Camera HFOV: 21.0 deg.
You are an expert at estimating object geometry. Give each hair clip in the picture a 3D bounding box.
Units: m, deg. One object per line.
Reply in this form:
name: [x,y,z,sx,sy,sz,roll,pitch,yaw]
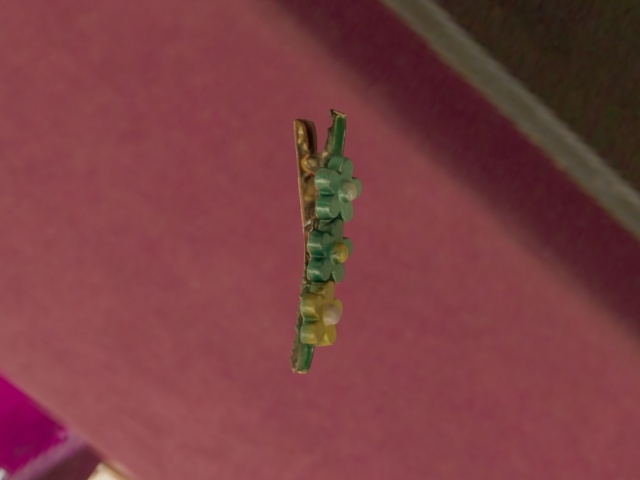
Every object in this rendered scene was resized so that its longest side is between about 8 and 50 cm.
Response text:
hair clip: [0.000,0.000,1.120,0.049,0.172,0.049,3,174,0]
